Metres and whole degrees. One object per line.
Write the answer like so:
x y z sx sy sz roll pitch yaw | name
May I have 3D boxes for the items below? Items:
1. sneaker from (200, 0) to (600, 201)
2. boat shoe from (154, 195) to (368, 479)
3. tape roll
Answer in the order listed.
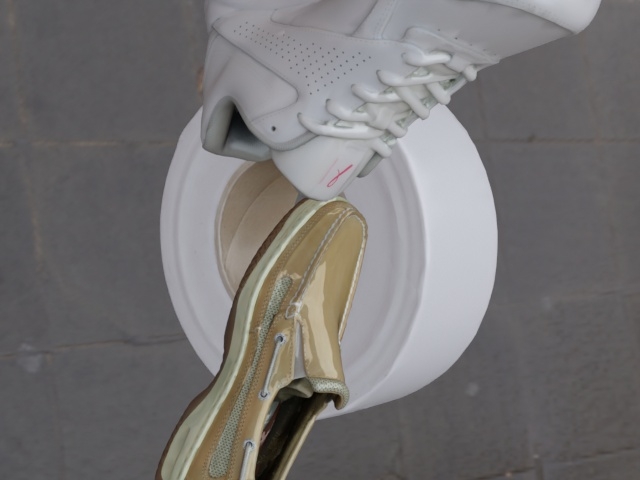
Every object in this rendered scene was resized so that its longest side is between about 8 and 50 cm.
0.027 -0.073 0.567 0.090 0.232 0.115 17 78 -35 | sneaker
-0.012 0.067 0.672 0.068 0.072 0.190 34 76 -49 | boat shoe
0.000 0.000 1.051 0.100 0.286 0.286 -6 84 -51 | tape roll
